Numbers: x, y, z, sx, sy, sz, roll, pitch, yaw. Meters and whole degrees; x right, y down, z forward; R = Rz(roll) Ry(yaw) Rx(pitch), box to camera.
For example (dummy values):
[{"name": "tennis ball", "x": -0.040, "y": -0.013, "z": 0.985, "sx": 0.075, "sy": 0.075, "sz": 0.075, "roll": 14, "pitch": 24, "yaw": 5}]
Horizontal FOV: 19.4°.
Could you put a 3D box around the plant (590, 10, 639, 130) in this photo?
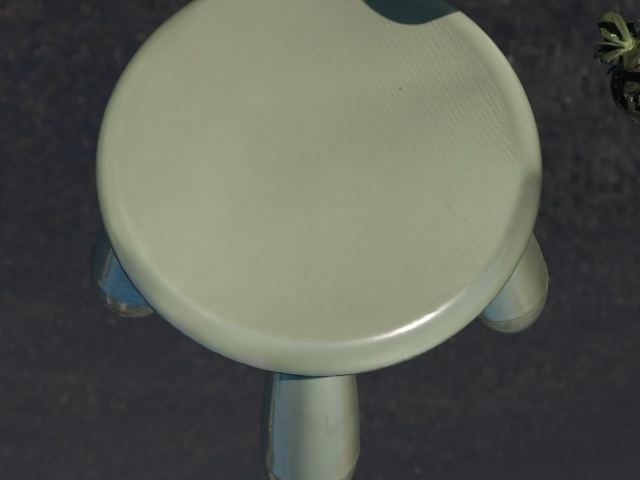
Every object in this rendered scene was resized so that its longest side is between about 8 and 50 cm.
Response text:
[{"name": "plant", "x": 0.162, "y": -0.085, "z": 0.921, "sx": 0.051, "sy": 0.051, "sz": 0.102, "roll": -9, "pitch": 148, "yaw": 27}]

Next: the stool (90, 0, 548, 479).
[{"name": "stool", "x": 0.000, "y": 0.000, "z": 0.895, "sx": 0.195, "sy": 0.195, "sz": 0.198, "roll": 45, "pitch": 164, "yaw": 18}]
